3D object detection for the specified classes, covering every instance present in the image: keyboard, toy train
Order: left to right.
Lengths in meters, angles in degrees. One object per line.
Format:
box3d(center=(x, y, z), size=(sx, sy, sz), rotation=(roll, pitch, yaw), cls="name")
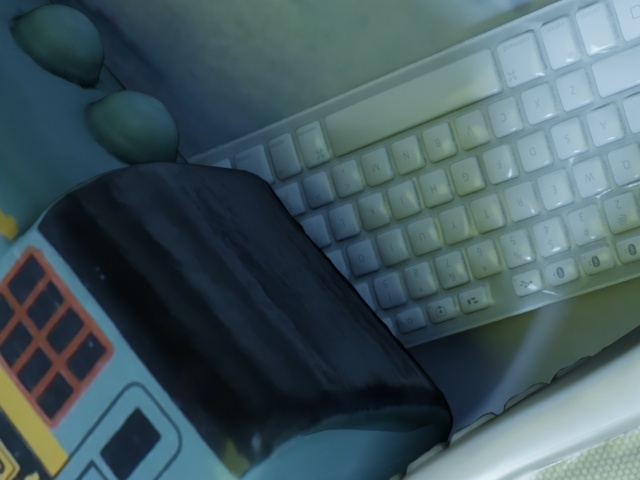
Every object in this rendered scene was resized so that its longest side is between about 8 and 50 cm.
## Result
box3d(center=(-0.114, 0.013, 0.548), size=(0.190, 0.142, 0.334), rotation=(-50, 64, 20), cls="toy train")
box3d(center=(0.000, 0.000, 0.537), size=(0.256, 0.014, 0.072), rotation=(-20, 89, 39), cls="keyboard")

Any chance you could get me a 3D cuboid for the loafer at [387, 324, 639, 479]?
box3d(center=(0.095, 0.059, 0.423), size=(0.268, 0.102, 0.092), rotation=(-44, 69, 36), cls="loafer")
